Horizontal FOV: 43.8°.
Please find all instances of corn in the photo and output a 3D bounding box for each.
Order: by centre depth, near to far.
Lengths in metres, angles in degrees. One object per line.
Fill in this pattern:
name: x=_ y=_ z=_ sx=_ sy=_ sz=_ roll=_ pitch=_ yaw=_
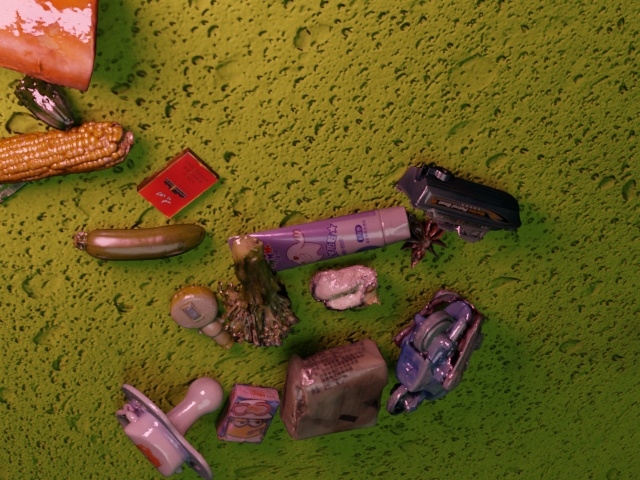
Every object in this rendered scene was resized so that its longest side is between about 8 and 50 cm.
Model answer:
corn: x=-0.485 y=-0.151 z=1.397 sx=0.320 sy=0.097 sz=0.097 roll=-10 pitch=129 yaw=-5

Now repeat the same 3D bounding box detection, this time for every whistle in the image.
whistle: x=-0.250 y=0.177 z=1.739 sx=0.104 sy=0.057 sz=0.198 roll=-27 pitch=128 yaw=7

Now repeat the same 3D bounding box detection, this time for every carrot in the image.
carrot: x=-0.468 y=-0.336 z=1.199 sx=0.254 sy=0.196 sz=0.195 roll=4 pitch=126 yaw=-18

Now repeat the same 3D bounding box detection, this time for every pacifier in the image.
pacifier: x=-0.323 y=0.408 z=1.841 sx=0.233 sy=0.244 sz=0.299 roll=-41 pitch=107 yaw=-21

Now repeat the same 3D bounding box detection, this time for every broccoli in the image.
broccoli: x=-0.133 y=0.097 z=1.626 sx=0.165 sy=0.145 sz=0.304 roll=-10 pitch=140 yaw=-5

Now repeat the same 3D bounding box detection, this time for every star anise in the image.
star anise: x=0.216 y=0.005 z=1.728 sx=0.124 sy=0.056 sz=0.129 roll=8 pitch=109 yaw=-18

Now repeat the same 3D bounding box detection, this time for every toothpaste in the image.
toothpaste: x=0.000 y=0.000 z=1.671 sx=0.372 sy=0.080 sz=0.125 roll=-11 pitch=133 yaw=4

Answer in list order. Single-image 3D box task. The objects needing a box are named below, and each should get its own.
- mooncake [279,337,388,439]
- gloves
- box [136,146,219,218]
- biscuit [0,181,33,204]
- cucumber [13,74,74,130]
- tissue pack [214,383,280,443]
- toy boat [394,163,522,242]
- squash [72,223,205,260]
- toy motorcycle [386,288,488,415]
mooncake: x=0.030 y=0.348 z=1.897 sx=0.255 sy=0.136 sz=0.250 roll=-8 pitch=130 yaw=-16
gloves: x=0.053 y=0.106 z=1.758 sx=0.153 sy=0.070 sz=0.114 roll=-8 pitch=137 yaw=-1
box: x=-0.273 y=-0.110 z=1.532 sx=0.133 sy=0.023 sz=0.090 roll=-35 pitch=126 yaw=12
biscuit: x=-0.574 y=-0.100 z=1.462 sx=0.089 sy=0.016 sz=0.046 roll=-33 pitch=127 yaw=11
cucumber: x=-0.465 y=-0.231 z=1.345 sx=0.107 sy=0.035 sz=0.067 roll=43 pitch=107 yaw=-1
tissue pack: x=-0.179 y=0.426 z=1.947 sx=0.116 sy=0.065 sz=0.155 roll=11 pitch=124 yaw=-23
toy boat: x=0.300 y=-0.069 z=1.658 sx=0.296 sy=0.114 sz=0.122 roll=16 pitch=115 yaw=-25
squash: x=-0.354 y=0.006 z=1.571 sx=0.258 sy=0.069 sz=0.069 roll=-5 pitch=128 yaw=-12
toy motorcycle: x=0.290 y=0.284 z=1.887 sx=0.241 sy=0.182 sz=0.319 roll=6 pitch=124 yaw=-19
